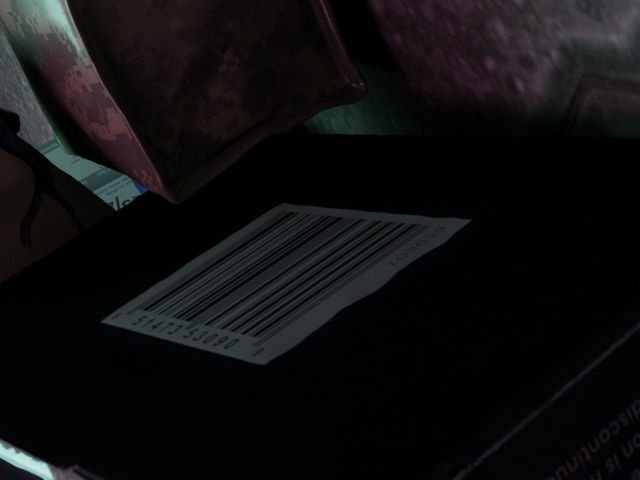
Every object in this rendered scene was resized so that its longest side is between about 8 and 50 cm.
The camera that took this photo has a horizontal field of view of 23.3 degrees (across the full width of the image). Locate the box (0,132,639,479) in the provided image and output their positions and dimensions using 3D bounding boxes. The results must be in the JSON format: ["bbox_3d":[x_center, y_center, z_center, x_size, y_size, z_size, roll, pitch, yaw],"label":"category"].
[{"bbox_3d":[0.067,0.214,0.782,0.480,0.297,0.471,8,127,57],"label":"box"}]

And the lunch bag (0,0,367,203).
[{"bbox_3d":[-0.126,-0.192,0.926,0.287,0.169,0.235,64,163,-20],"label":"lunch bag"}]

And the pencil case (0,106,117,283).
[{"bbox_3d":[-0.162,0.045,1.038,0.160,0.183,0.410,-5,147,35],"label":"pencil case"}]

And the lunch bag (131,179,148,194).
[{"bbox_3d":[-0.137,-0.070,1.368,0.098,0.067,0.065,53,163,19],"label":"lunch bag"}]

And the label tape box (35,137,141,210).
[{"bbox_3d":[-0.221,0.059,1.547,0.333,0.241,0.106,49,160,26],"label":"label tape box"}]
